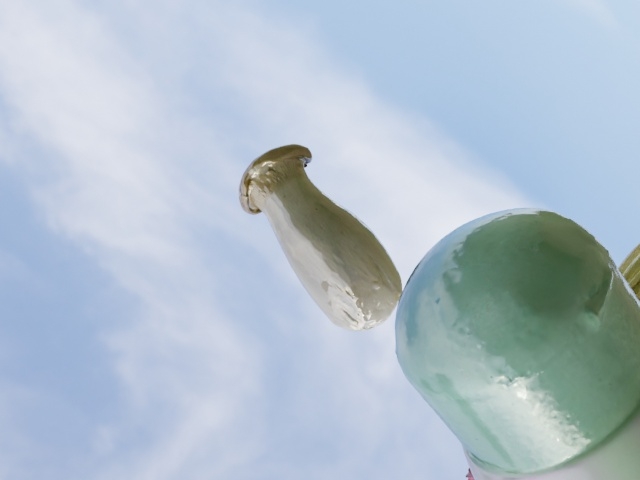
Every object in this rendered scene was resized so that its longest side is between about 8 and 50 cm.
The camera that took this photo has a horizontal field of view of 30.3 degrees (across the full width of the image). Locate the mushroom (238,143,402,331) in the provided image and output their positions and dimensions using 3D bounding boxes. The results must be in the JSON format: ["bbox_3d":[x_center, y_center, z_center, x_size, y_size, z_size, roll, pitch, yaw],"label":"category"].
[{"bbox_3d":[0.001,-0.001,1.222,0.212,0.097,0.088,47,-125,6],"label":"mushroom"}]

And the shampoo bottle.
[{"bbox_3d":[0.181,0.129,0.771,0.349,0.151,0.222,51,-139,-25],"label":"shampoo bottle"}]

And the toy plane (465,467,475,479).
[{"bbox_3d":[0.230,0.301,1.446,0.126,0.077,0.194,21,170,4],"label":"toy plane"}]

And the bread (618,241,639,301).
[{"bbox_3d":[0.366,0.125,1.067,0.119,0.152,0.288,-37,-110,-12],"label":"bread"}]
